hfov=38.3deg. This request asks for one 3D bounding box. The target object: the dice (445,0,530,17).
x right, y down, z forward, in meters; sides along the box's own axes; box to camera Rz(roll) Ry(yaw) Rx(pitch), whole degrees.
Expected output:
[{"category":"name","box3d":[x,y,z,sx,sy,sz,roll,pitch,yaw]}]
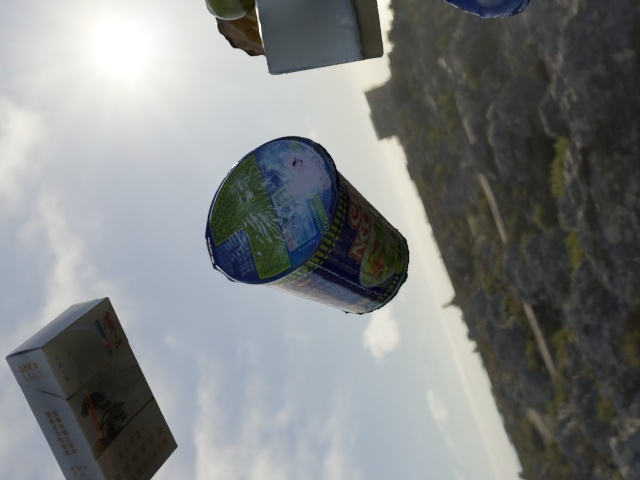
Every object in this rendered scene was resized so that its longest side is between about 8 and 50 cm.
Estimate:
[{"category":"dice","box3d":[0.185,-0.336,0.983,0.146,0.146,0.143,-61,-3,-41]}]

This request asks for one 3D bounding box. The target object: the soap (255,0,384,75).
[{"category":"soap","box3d":[-0.004,-0.308,1.325,0.064,0.183,0.121,-23,-72,-48]}]

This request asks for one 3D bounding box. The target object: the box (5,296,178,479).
[{"category":"box","box3d":[-0.279,0.205,1.149,0.233,0.067,0.149,68,-156,-15]}]

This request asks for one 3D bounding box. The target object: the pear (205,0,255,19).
[{"category":"pear","box3d":[-0.194,-0.538,2.037,0.107,0.131,0.107,14,-106,-61]}]

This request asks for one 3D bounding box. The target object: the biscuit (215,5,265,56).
[{"category":"biscuit","box3d":[-0.109,-0.597,2.245,0.107,0.326,0.325,-110,-4,-48]}]

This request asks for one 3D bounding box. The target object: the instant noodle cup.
[{"category":"instant noodle cup","box3d":[0.000,0.000,1.665,0.312,0.284,0.284,31,-146,-48]}]
